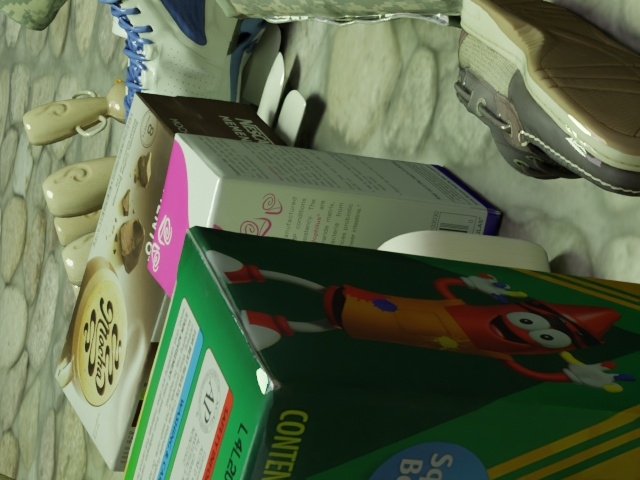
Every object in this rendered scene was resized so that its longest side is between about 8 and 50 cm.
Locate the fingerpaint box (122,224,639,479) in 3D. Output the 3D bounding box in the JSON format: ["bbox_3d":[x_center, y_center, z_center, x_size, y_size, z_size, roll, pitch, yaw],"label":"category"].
[{"bbox_3d":[0.066,0.242,1.014,0.163,0.371,0.445,-123,46,-57],"label":"fingerpaint box"}]

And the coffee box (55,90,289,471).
[{"bbox_3d":[-0.123,0.038,1.691,0.168,0.119,0.297,49,126,51],"label":"coffee box"}]

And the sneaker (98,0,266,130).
[{"bbox_3d":[-0.149,-0.200,1.745,0.315,0.182,0.127,-64,31,16],"label":"sneaker"}]

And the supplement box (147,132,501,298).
[{"bbox_3d":[0.000,0.000,1.389,0.114,0.220,0.111,44,123,59],"label":"supplement box"}]

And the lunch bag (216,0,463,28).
[{"bbox_3d":[0.018,-0.298,1.411,0.235,0.169,0.287,3,99,34],"label":"lunch bag"}]

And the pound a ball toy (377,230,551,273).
[{"bbox_3d":[0.071,0.152,1.213,0.136,0.208,0.319,128,142,-52],"label":"pound a ball toy"}]

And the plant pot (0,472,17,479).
[{"bbox_3d":[-0.347,0.382,2.081,0.284,0.191,0.284,-25,62,61],"label":"plant pot"}]

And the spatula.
[{"bbox_3d":[-0.063,-0.073,1.787,0.168,0.019,0.242,-116,36,-48],"label":"spatula"}]

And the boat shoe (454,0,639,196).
[{"bbox_3d":[0.155,-0.082,1.228,0.285,0.103,0.092,-125,41,-60],"label":"boat shoe"}]

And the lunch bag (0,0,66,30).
[{"bbox_3d":[-0.285,-0.401,2.040,0.256,0.212,0.305,-48,17,18],"label":"lunch bag"}]

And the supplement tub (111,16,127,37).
[{"bbox_3d":[-0.177,-0.264,2.006,0.071,0.071,0.107,-146,64,-62],"label":"supplement tub"}]

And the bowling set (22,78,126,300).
[{"bbox_3d":[-0.189,-0.016,1.934,0.200,0.154,0.287,80,171,-47],"label":"bowling set"}]
